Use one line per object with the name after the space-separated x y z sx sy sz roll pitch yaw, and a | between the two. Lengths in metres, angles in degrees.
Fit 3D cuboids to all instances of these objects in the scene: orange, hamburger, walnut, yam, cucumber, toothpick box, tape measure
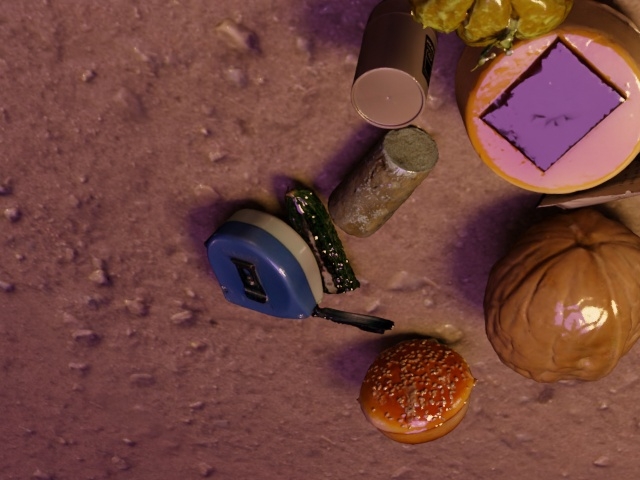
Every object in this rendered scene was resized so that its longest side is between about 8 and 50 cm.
0.213 -0.399 1.306 0.301 0.223 0.300 36 119 -17 | orange
0.339 -0.208 1.483 0.300 0.176 0.300 7 124 10 | hamburger
0.412 0.099 1.706 0.252 0.277 0.313 35 153 26 | walnut
0.103 -0.099 1.693 0.107 0.107 0.194 29 132 -15 | yam
-0.001 -0.001 1.835 0.077 0.077 0.265 -7 129 19 | cucumber
0.108 -0.258 1.489 0.111 0.180 0.111 7 136 7 | toothpick box
0.180 0.286 1.958 0.237 0.237 0.147 -10 118 21 | hamburger
-0.049 0.064 1.807 0.351 0.098 0.215 12 138 35 | tape measure

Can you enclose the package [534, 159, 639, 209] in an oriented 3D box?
0.445 -0.089 1.566 0.204 0.251 0.062 -13 92 25 | package
